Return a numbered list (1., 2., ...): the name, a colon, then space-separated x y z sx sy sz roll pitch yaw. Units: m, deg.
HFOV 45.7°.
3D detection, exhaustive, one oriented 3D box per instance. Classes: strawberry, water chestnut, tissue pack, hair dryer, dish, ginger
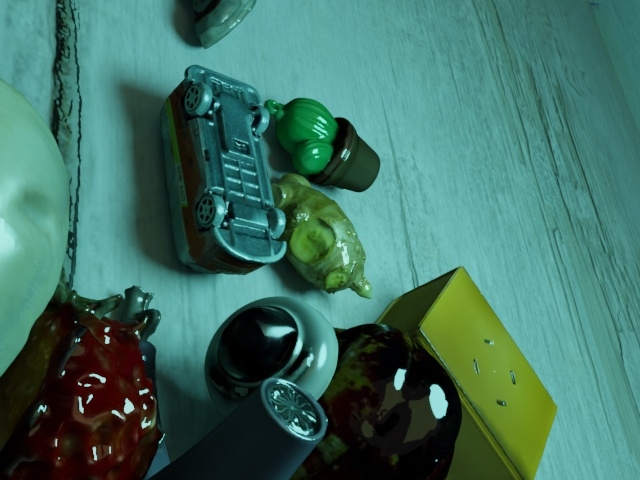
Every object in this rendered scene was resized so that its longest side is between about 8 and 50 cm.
1. strawberry: -0.224 0.173 0.585 0.150 0.253 0.280 39 43 -37
2. water chestnut: 0.017 0.209 0.835 0.244 0.289 0.289 34 26 31
3. tissue pack: 0.202 0.211 1.119 0.275 0.145 0.194 56 39 -6
4. hair dryer: -0.148 0.157 0.712 0.121 0.301 0.361 22 26 -37
5. dish: -0.060 0.100 0.736 0.078 0.141 0.141 62 26 -48
6. ginger: 0.000 0.000 1.063 0.216 0.102 0.157 53 10 0

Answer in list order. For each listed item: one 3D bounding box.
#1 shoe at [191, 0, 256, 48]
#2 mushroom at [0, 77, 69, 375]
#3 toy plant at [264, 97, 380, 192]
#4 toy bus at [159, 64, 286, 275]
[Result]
1. shoe: -0.164 -0.390 1.127 0.125 0.099 0.228 40 36 -36
2. mushroom: -0.334 0.030 0.500 0.356 0.315 0.315 -30 90 -41
3. toy plant: -0.004 -0.143 1.151 0.200 0.105 0.143 26 41 -22
4. toy bus: -0.128 -0.077 0.951 0.121 0.119 0.265 12 57 -44
